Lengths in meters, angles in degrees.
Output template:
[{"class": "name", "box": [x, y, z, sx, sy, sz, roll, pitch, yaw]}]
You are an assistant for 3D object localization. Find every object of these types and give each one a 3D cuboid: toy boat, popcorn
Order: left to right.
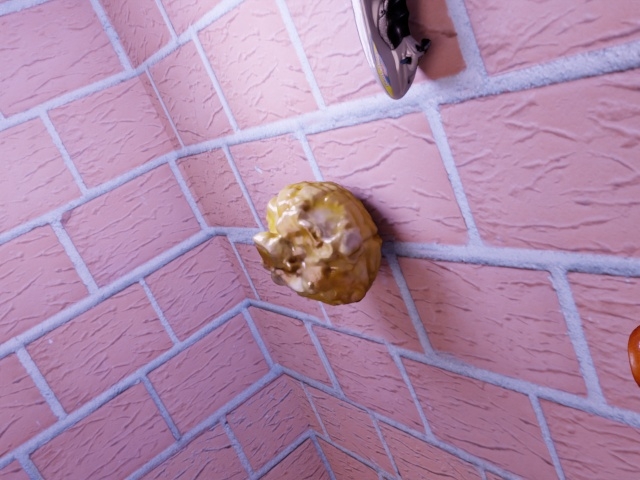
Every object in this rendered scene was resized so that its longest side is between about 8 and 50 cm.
[{"class": "popcorn", "box": [0.014, 0.005, 1.753, 0.344, 0.354, 0.390, 4, 168, 34]}, {"class": "toy boat", "box": [0.153, -0.436, 1.263, 0.141, 0.141, 0.269, -1, 119, 59]}]

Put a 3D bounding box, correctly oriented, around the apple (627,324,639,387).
[{"class": "apple", "box": [0.639, 0.220, 1.105, 0.139, 0.163, 0.163, -3, 116, 47]}]
